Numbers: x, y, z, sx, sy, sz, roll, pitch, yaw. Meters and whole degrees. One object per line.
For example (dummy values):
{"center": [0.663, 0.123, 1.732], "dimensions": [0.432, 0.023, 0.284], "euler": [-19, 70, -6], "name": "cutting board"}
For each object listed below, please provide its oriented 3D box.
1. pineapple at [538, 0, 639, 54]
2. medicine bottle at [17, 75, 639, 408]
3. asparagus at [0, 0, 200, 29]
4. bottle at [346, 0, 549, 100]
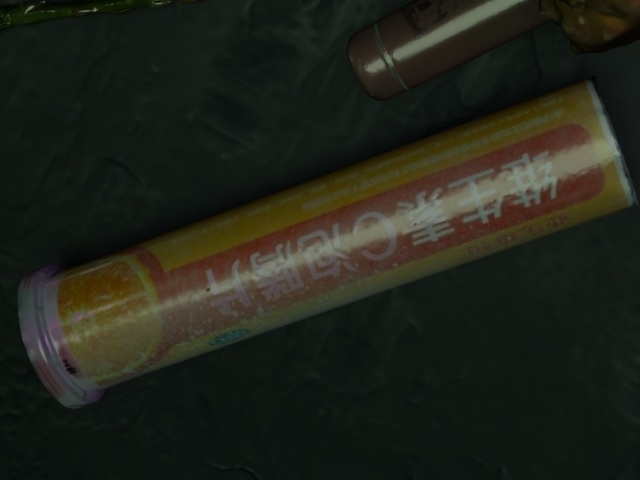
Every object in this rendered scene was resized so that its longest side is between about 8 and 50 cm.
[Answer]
{"center": [0.160, -0.292, 0.756], "dimensions": [0.169, 0.169, 0.341], "euler": [-20, 91, 14], "name": "pineapple"}
{"center": [0.000, 0.000, 0.885], "dimensions": [0.426, 0.108, 0.108], "euler": [-21, 102, 13], "name": "medicine bottle"}
{"center": [-0.174, -0.166, 0.907], "dimensions": [0.232, 0.023, 0.022], "euler": [-7, 149, 11], "name": "asparagus"}
{"center": [0.088, -0.143, 0.853], "dimensions": [0.140, 0.053, 0.053], "euler": [-26, 100, 15], "name": "bottle"}
